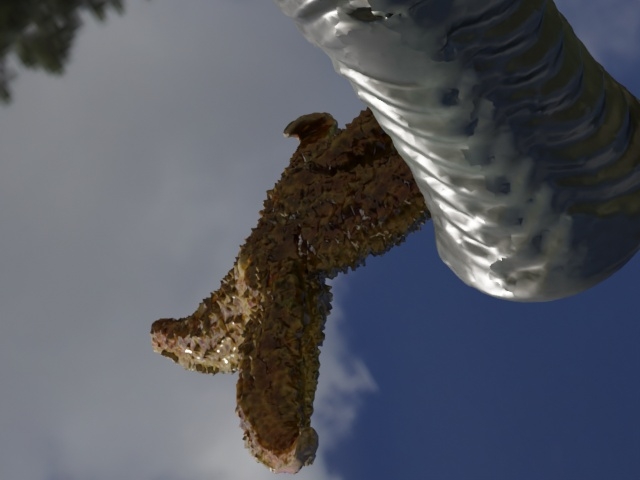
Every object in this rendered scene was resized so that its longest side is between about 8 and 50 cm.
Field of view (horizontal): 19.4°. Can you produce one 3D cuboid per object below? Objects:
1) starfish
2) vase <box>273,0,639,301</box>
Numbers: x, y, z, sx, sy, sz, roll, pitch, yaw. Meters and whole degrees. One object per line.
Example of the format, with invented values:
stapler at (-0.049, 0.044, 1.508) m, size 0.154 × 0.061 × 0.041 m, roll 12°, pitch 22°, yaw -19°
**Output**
starfish at (-0.001, -0.001, 0.713) m, size 0.227 × 0.043 × 0.240 m, roll -51°, pitch -160°, yaw 32°
vase at (0.017, -0.075, 0.488) m, size 0.115 × 0.237 × 0.115 m, roll -18°, pitch -132°, yaw 21°
